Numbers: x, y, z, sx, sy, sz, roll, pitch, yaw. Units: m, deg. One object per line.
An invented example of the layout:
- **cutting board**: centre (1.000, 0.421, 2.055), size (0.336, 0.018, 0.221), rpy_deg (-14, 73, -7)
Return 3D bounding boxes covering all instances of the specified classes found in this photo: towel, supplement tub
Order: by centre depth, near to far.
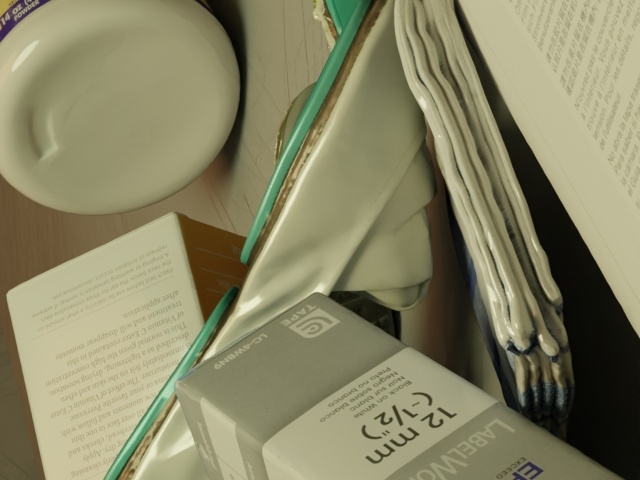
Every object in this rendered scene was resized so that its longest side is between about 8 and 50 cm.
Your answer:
- **towel**: centre (0.090, 0.008, 0.868), size (0.285, 0.034, 0.209), rpy_deg (68, -175, -67)
- **supplement tub**: centre (-0.233, -0.208, 1.523), size (0.331, 0.241, 0.241), rpy_deg (-120, 28, -44)

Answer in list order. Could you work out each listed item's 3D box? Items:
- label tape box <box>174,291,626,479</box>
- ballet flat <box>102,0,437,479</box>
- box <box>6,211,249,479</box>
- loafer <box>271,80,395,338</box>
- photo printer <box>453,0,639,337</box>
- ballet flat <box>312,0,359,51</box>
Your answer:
- **label tape box**: centre (0.083, 0.207, 0.841), size (0.348, 0.115, 0.249), rpy_deg (32, 146, 50)
- **ballet flat**: centre (-0.006, 0.040, 1.013), size (0.400, 0.139, 0.139), rpy_deg (-61, 32, 16)
- **box**: centre (-0.078, 0.181, 1.223), size (0.168, 0.215, 0.345), rpy_deg (-24, 70, 23)
- **loafer**: centre (0.000, 0.000, 1.177), size (0.087, 0.094, 0.251), rpy_deg (-144, 48, -58)
- **photo printer**: centre (0.153, -0.126, 0.672), size (0.256, 0.107, 0.307), rpy_deg (101, 153, -46)
- **ballet flat**: centre (0.017, -0.222, 1.066), size (0.077, 0.091, 0.240), rpy_deg (35, -132, -80)
